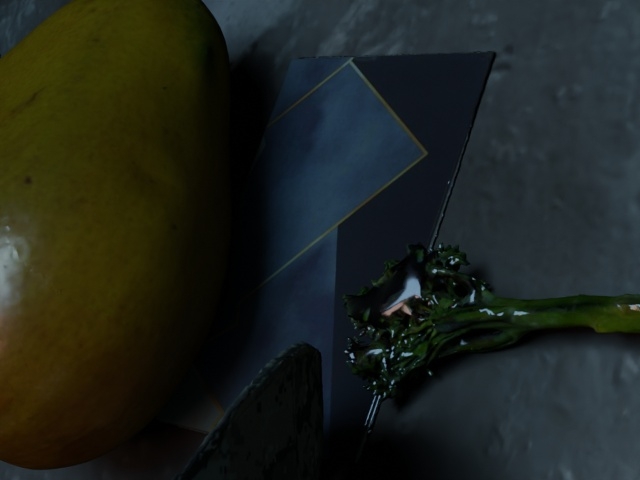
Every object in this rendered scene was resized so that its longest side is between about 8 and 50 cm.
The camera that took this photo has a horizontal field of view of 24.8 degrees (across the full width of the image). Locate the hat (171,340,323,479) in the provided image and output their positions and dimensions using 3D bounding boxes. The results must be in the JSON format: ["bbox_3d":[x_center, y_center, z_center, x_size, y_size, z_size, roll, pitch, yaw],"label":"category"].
[{"bbox_3d":[-0.027,0.174,0.628,0.128,0.265,0.265,32,89,13],"label":"hat"}]

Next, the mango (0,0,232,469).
[{"bbox_3d":[-0.146,-0.019,0.847,0.211,0.173,0.317,-15,47,39],"label":"mango"}]

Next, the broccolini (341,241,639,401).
[{"bbox_3d":[0.120,0.033,0.675,0.254,0.071,0.057,-4,21,34],"label":"broccolini"}]

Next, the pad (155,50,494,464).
[{"bbox_3d":[0.000,0.000,0.819,0.164,0.004,0.243,4,69,45],"label":"pad"}]
